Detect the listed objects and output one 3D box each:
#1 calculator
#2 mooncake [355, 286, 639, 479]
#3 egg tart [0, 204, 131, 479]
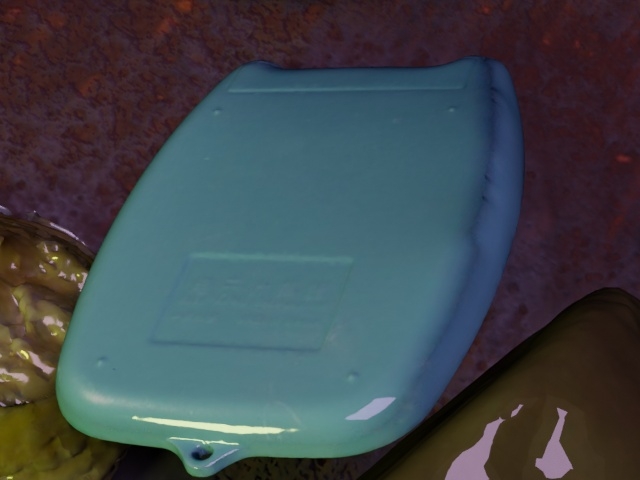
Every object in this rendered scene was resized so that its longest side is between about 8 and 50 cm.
[{"bbox_3d":[-0.012,-0.005,0.865,0.256,0.054,0.386,1,41,19],"label":"calculator"},{"bbox_3d":[0.073,0.206,0.721,0.378,0.378,0.201,-35,83,-26],"label":"mooncake"},{"bbox_3d":[-0.217,0.063,0.871,0.232,0.098,0.252,-33,73,-29],"label":"egg tart"}]
